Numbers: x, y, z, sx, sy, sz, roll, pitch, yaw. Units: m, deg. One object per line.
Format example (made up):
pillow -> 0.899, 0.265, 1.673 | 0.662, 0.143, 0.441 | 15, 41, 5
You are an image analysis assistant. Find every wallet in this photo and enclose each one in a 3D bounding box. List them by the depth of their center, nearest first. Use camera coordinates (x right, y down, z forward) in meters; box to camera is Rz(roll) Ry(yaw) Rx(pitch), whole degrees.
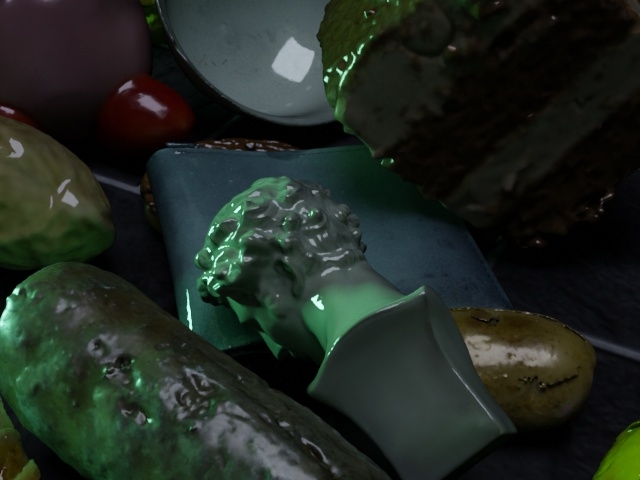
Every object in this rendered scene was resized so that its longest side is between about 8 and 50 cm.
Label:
wallet -> 0.000, -0.001, 0.886 | 0.291, 0.054, 0.251 | -8, 49, -15

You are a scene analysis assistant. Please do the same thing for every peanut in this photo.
peanut -> -0.339, -0.061, 0.913 | 0.325, 0.153, 0.140 | 25, 59, 7

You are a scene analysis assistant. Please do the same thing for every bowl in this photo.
bowl -> -0.080, -0.259, 1.191 | 0.313, 0.313, 0.146 | -26, -2, -34

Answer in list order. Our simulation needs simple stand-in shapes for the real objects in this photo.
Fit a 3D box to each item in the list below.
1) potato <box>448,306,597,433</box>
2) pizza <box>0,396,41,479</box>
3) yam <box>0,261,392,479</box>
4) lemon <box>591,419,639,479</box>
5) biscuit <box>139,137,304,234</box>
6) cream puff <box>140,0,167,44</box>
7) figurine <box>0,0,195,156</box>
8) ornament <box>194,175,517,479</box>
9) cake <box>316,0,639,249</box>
potato -> 0.127, 0.098, 0.759 | 0.171, 0.080, 0.107 | 9, 50, 9
pizza -> -0.289, 0.155, 0.702 | 0.181, 0.034, 0.262 | -4, 34, -7
yam -> -0.077, 0.136, 0.660 | 0.330, 0.133, 0.133 | 27, 42, 27
lemon -> 0.245, 0.179, 0.558 | 0.193, 0.180, 0.180 | -20, 34, 8
biscuit -> -0.079, -0.047, 1.005 | 0.212, 0.036, 0.212 | 3, 35, -2
cream puff -> -0.235, -0.380, 1.389 | 0.244, 0.196, 0.244 | 3, 63, -6
figurine -> -0.300, -0.205, 1.102 | 0.270, 0.261, 0.211 | -13, 5, -10
ornament -> 0.022, 0.056, 0.697 | 0.285, 0.120, 0.130 | 38, 90, 34
cake -> 0.175, -0.183, 0.939 | 0.290, 0.256, 0.282 | 38, 25, -20
